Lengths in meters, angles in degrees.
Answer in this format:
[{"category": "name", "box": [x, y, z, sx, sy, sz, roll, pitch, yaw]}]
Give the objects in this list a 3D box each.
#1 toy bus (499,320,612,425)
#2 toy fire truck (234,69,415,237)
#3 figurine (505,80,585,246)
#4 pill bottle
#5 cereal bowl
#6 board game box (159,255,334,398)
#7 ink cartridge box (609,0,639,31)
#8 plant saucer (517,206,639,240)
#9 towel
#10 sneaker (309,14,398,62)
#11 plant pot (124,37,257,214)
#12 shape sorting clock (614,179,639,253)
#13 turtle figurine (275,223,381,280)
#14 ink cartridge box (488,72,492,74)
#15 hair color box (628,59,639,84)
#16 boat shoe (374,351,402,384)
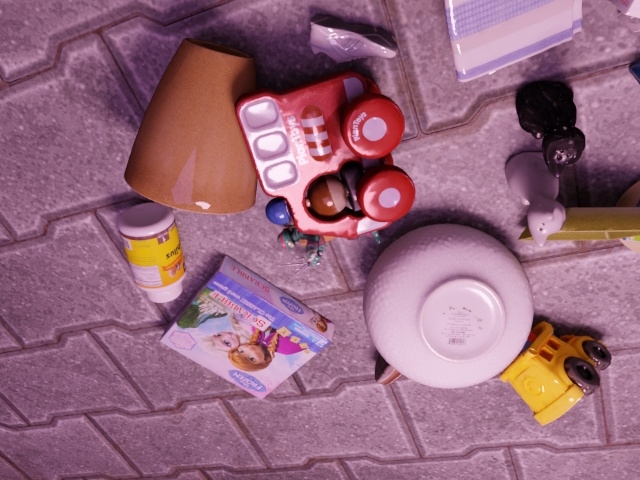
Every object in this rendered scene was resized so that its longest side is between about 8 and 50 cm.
[{"category": "toy bus", "box": [0.488, 0.254, 1.181, 0.211, 0.220, 0.149, 43, 134, 20]}, {"category": "toy fire truck", "box": [0.010, -0.135, 0.930, 0.254, 0.169, 0.302, -16, 122, -1]}, {"category": "figurine", "box": [0.369, -0.123, 0.888, 0.093, 0.209, 0.214, 3, 126, 9]}, {"category": "pill bottle", "box": [-0.366, 0.032, 1.197, 0.118, 0.117, 0.214, 4, 127, 8]}, {"category": "cereal bowl", "box": [0.258, 0.137, 1.055, 0.340, 0.141, 0.338, 0, 97, -3]}, {"category": "board game box", "box": [-0.187, 0.229, 1.340, 0.319, 0.065, 0.318, 34, 125, -14]}, {"category": "ink cartridge box", "box": [0.486, -0.369, 0.760, 0.090, 0.092, 0.143, 16, 128, -2]}, {"category": "plant saucer", "box": [0.480, -0.029, 0.973, 0.189, 0.188, 0.045, -1, 85, -1]}, {"category": "towel", "box": [0.269, -0.380, 0.763, 0.209, 0.034, 0.285, -23, 133, 3]}, {"category": "sneaker", "box": [0.054, -0.327, 0.902, 0.152, 0.053, 0.061, 17, 136, 5]}, {"category": "plant pot", "box": [-0.200, -0.207, 0.944, 0.237, 0.237, 0.254, 17, 113, -2]}, {"category": "shape sorting clock", "box": [0.654, -0.048, 0.994, 0.207, 0.040, 0.206, 9, 128, 12]}, {"category": "turtle figurine", "box": [0.000, 0.000, 1.093, 0.235, 0.175, 0.118, -15, 91, 8]}, {"category": "ink cartridge box", "box": [0.273, -0.319, 0.876, 0.048, 0.028, 0.083, -30, 116, 26]}, {"category": "hair color box", "box": [0.666, -0.293, 0.774, 0.174, 0.105, 0.347, 39, 123, -18]}, {"category": "boat shoe", "box": [0.233, 0.238, 1.237, 0.117, 0.123, 0.324, 25, 128, -10]}]
